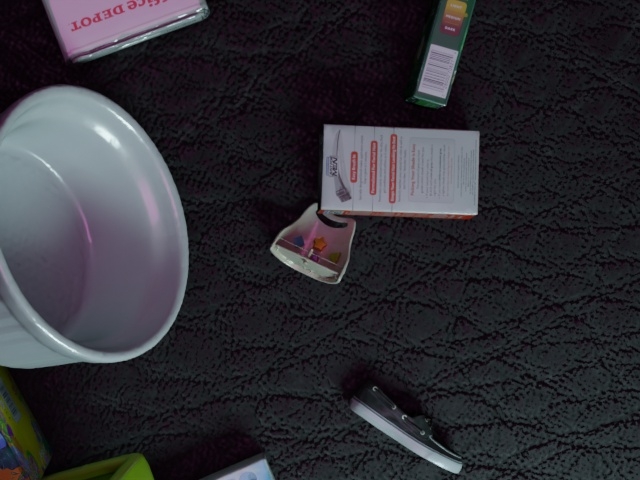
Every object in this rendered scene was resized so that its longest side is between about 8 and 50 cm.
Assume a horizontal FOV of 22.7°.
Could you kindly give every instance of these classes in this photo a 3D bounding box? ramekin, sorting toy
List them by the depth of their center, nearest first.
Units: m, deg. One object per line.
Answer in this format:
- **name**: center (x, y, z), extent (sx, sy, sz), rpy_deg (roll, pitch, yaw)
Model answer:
- **ramekin**: center (-0.270, -0.004, 1.582), extent (0.135, 0.277, 0.277), rpy_deg (-16, 95, 34)
- **sorting toy**: center (0.000, 0.000, 1.713), extent (0.083, 0.045, 0.075), rpy_deg (25, 76, 9)

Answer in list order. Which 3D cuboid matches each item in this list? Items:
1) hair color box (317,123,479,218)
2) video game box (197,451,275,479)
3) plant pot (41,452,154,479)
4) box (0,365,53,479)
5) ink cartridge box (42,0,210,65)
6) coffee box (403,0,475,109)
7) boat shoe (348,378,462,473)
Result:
- **hair color box**: center (0.082, -0.072, 1.700), extent (0.167, 0.053, 0.093), rpy_deg (3, 85, -5)
- **video game box**: center (-0.118, 0.354, 1.724), extent (0.205, 0.048, 0.187), rpy_deg (-23, 97, -1)
- **plant pot**: center (-0.270, 0.371, 1.602), extent (0.227, 0.228, 0.207), rpy_deg (-18, 102, 27)
- **box**: center (-0.470, 0.173, 1.627), extent (0.279, 0.177, 0.290), rpy_deg (-27, 95, -1)
- **ink cartridge box**: center (-0.225, -0.307, 1.654), extent (0.159, 0.092, 0.217), rpy_deg (-20, 92, -2)
- **coffee box**: center (0.133, -0.231, 1.670), extent (0.040, 0.113, 0.184), rpy_deg (15, 91, -3)
- **boat shoe**: center (0.098, 0.201, 1.726), extent (0.142, 0.049, 0.040), rpy_deg (33, 91, -3)
